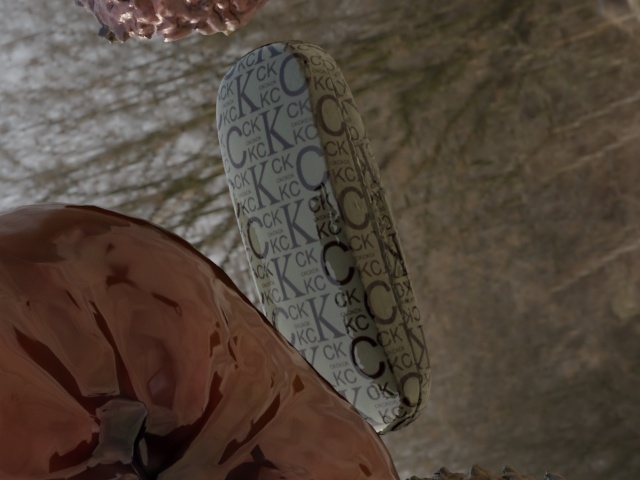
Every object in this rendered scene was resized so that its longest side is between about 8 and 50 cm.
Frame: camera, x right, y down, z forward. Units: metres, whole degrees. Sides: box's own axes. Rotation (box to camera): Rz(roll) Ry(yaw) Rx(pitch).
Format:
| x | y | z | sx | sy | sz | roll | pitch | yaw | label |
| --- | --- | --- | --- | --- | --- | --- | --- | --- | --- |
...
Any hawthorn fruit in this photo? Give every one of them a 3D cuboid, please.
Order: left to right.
| x | y | z | sx | sy | sz | roll | pitch | yaw | label |
| --- | --- | --- | --- | --- | --- | --- | --- | --- | --- |
| -0.180 | 0.226 | 0.686 | 0.472 | 0.472 | 0.471 | -17 | -90 | -78 | hawthorn fruit |

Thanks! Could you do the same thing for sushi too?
| x | y | z | sx | sy | sz | roll | pitch | yaw | label |
| --- | --- | --- | --- | --- | --- | --- | --- | --- | --- |
| -0.173 | -0.353 | 1.410 | 0.270 | 0.237 | 0.170 | 50 | 155 | 44 | sushi |

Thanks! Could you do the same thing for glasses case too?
| x | y | z | sx | sy | sz | roll | pitch | yaw | label |
| --- | --- | --- | --- | --- | --- | --- | --- | --- | --- |
| 0.000 | 0.000 | 1.087 | 0.085 | 0.137 | 0.354 | -13 | -96 | -45 | glasses case |

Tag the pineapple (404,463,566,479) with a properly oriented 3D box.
| x | y | z | sx | sy | sz | roll | pitch | yaw | label |
| --- | --- | --- | --- | --- | --- | --- | --- | --- | --- |
| 0.086 | 0.281 | 1.085 | 0.202 | 0.362 | 0.201 | -7 | -81 | -51 | pineapple |
